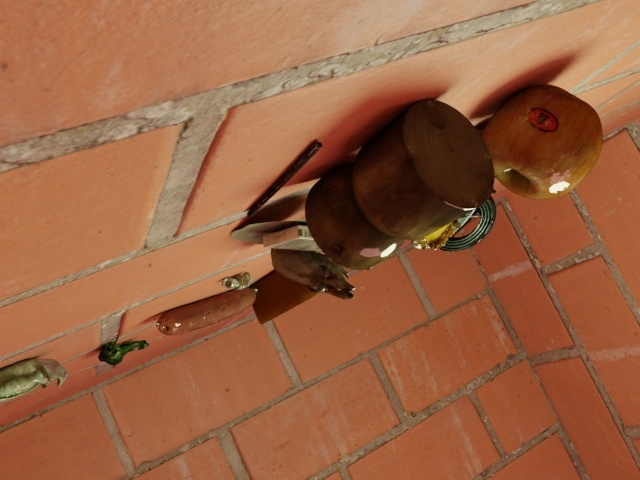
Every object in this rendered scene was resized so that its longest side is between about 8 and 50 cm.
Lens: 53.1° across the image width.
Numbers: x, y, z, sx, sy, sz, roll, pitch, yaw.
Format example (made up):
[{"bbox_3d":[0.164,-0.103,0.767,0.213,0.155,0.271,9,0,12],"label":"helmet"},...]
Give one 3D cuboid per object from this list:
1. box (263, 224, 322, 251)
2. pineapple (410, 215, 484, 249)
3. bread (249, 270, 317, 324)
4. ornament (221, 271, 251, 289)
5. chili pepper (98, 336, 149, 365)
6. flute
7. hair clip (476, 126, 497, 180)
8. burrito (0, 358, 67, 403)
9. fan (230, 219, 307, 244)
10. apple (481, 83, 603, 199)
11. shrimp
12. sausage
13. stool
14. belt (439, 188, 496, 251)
[{"bbox_3d":[0.000,0.000,1.230,0.198,0.029,0.109,5,167,-40],"label":"box"},{"bbox_3d":[0.224,-0.072,1.434,0.161,0.158,0.334,5,-155,40],"label":"pineapple"},{"bbox_3d":[-0.113,0.158,2.103,0.077,0.138,0.361,-22,173,-43],"label":"bread"},{"bbox_3d":[-0.229,0.114,1.769,0.068,0.041,0.092,-4,-172,7],"label":"ornament"},{"bbox_3d":[-0.624,0.344,1.981,0.122,0.065,0.279,-34,175,-3],"label":"chili pepper"},{"bbox_3d":[-0.061,-0.088,0.985,0.014,0.014,0.269,-21,172,-33],"label":"flute"},{"bbox_3d":[0.378,-0.195,1.355,0.123,0.102,0.138,15,-149,42],"label":"hair clip"},{"bbox_3d":[-0.720,0.335,1.489,0.228,0.089,0.143,-18,-176,-42],"label":"burrito"},{"bbox_3d":[0.030,-0.020,1.256,0.414,0.012,0.233,-2,170,-11],"label":"fan"},{"bbox_3d":[0.410,-0.183,1.193,0.188,0.211,0.211,-54,175,-6],"label":"apple"},{"bbox_3d":[0.021,0.040,1.390,0.246,0.085,0.360,-8,-160,-15],"label":"shrimp"},{"bbox_3d":[-0.333,0.214,1.965,0.087,0.088,0.433,-30,172,34],"label":"sausage"},{"bbox_3d":[0.118,-0.080,1.013,0.179,0.179,0.264,-20,170,-40],"label":"stool"},{"bbox_3d":[0.478,-0.084,2.144,0.267,0.207,0.116,-36,172,26],"label":"belt"}]
